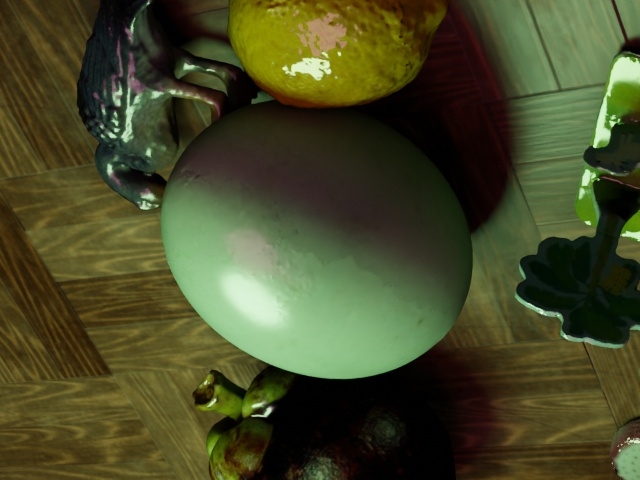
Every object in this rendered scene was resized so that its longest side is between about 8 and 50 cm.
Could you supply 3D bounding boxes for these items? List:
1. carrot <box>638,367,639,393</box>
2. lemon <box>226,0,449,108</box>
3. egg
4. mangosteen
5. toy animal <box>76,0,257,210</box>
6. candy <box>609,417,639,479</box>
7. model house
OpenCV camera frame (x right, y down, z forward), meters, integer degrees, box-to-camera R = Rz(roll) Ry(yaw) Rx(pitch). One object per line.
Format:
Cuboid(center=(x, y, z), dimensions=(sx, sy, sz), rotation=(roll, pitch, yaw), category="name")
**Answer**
Cuboid(center=(0.501, 0.182, 1.789), dimensions=(0.307, 0.100, 0.258), rotation=(21, 137, 17), category="carrot")
Cuboid(center=(0.012, -0.222, 1.567), dimensions=(0.231, 0.192, 0.192), rotation=(-4, 128, 25), category="lemon")
Cuboid(center=(0.000, 0.000, 1.686), dimensions=(0.276, 0.276, 0.389), rotation=(-13, 156, 33), category="egg")
Cuboid(center=(0.014, 0.279, 1.976), dimensions=(0.297, 0.313, 0.297), rotation=(-17, 141, -15), category="mangosteen")
Cuboid(center=(-0.177, -0.163, 1.755), dimensions=(0.185, 0.122, 0.298), rotation=(4, 130, 22), category="toy animal")
Cuboid(center=(0.392, 0.255, 1.927), dimensions=(0.103, 0.043, 0.103), rotation=(13, 134, 14), category="candy")
Cuboid(center=(0.375, 0.021, 1.540), dimensions=(0.357, 0.313, 0.242), rotation=(19, 132, 10), category="model house")
